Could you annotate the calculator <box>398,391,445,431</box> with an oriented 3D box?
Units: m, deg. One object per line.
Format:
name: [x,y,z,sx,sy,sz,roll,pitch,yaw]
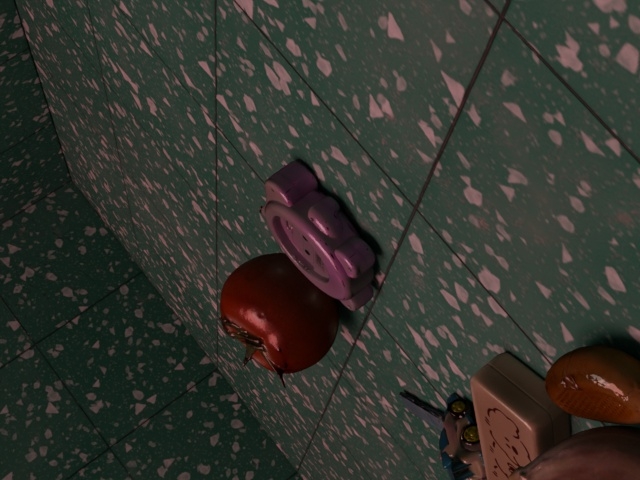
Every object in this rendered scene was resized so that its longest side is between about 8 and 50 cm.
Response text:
calculator: [0.212,0.346,2.035,0.172,0.018,0.057,18,139,62]

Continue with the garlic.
garlic: [0.407,0.385,1.254,0.340,0.246,0.231,58,153,26]

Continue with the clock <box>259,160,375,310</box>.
clock: [0.000,0.000,1.833,0.248,0.090,0.227,45,161,23]

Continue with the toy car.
toy car: [0.242,0.358,1.809,0.161,0.098,0.126,-120,8,-49]

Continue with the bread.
bread: [0.352,0.177,1.263,0.114,0.077,0.189,37,165,-11]

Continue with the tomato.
tomato: [-0.085,0.151,2.104,0.256,0.224,0.256,43,157,23]

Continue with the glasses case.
glasses case: [0.323,0.326,1.611,0.144,0.076,0.336,40,157,41]
